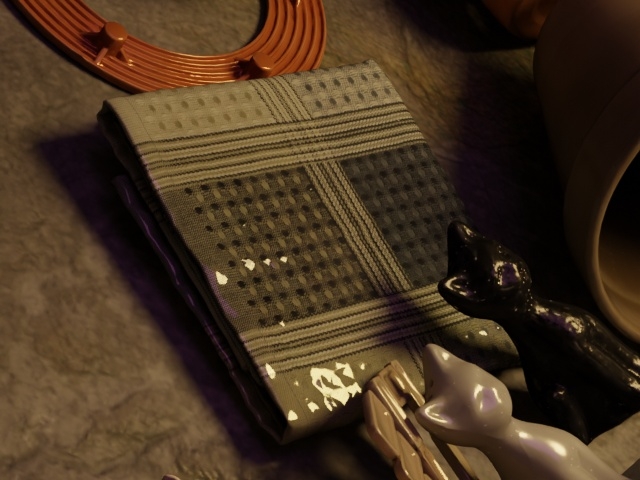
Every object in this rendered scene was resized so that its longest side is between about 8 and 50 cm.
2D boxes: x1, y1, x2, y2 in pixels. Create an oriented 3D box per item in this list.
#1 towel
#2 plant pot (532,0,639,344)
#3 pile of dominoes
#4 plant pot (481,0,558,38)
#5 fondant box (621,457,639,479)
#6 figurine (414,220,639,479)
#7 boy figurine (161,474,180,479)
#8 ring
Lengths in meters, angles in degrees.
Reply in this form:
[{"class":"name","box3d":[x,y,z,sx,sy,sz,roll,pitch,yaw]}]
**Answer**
[{"class":"towel","box3d":[0.000,0.000,1.525,0.324,0.056,0.312,-12,65,-45]},{"class":"plant pot","box3d":[0.326,-0.105,1.700,0.323,0.323,0.280,11,30,-29]},{"class":"pile of dominoes","box3d":[0.093,0.207,1.343,0.251,0.040,0.196,56,11,4]},{"class":"plant pot","box3d":[0.226,-0.327,1.825,0.291,0.291,0.203,-7,68,-41]},{"class":"fondant box","box3d":[0.328,0.268,1.365,0.096,0.238,0.330,15,45,-26]},{"class":"figurine","box3d":[0.152,0.115,1.449,0.209,0.092,0.215,43,38,-24]},{"class":"boy figurine","box3d":[-0.064,0.221,1.166,0.285,0.092,0.177,6,46,0]},{"class":"ring","box3d":[-0.138,-0.247,1.661,0.336,0.032,0.336,20,44,-20]}]
